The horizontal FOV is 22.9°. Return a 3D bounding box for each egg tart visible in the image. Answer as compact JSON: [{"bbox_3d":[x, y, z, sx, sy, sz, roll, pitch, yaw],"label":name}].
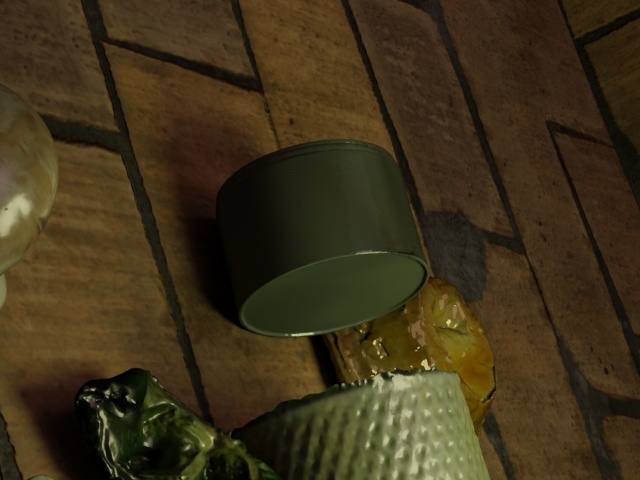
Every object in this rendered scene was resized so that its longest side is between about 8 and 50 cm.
[{"bbox_3d":[0.126,0.152,2.029,0.341,0.129,0.341,37,38,-37],"label":"egg tart"}]

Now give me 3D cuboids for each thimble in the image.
[{"bbox_3d":[0.040,0.241,1.660,0.271,0.271,0.150,6,63,-58],"label":"thimble"}]

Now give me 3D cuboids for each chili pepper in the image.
[{"bbox_3d":[-0.128,0.240,1.517,0.264,0.116,0.148,39,19,7],"label":"chili pepper"}]

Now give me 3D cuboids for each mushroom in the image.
[{"bbox_3d":[-0.327,-0.016,1.340,0.243,0.243,0.243,40,35,-36],"label":"mushroom"}]

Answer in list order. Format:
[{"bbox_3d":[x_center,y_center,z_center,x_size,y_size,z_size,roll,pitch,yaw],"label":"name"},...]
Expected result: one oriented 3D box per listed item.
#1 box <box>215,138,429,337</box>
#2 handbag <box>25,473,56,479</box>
[{"bbox_3d":[0.000,0.000,1.838,0.226,0.226,0.149,20,50,-52],"label":"box"},{"bbox_3d":[-0.212,0.344,1.348,0.256,0.079,0.219,44,37,-28],"label":"handbag"}]
